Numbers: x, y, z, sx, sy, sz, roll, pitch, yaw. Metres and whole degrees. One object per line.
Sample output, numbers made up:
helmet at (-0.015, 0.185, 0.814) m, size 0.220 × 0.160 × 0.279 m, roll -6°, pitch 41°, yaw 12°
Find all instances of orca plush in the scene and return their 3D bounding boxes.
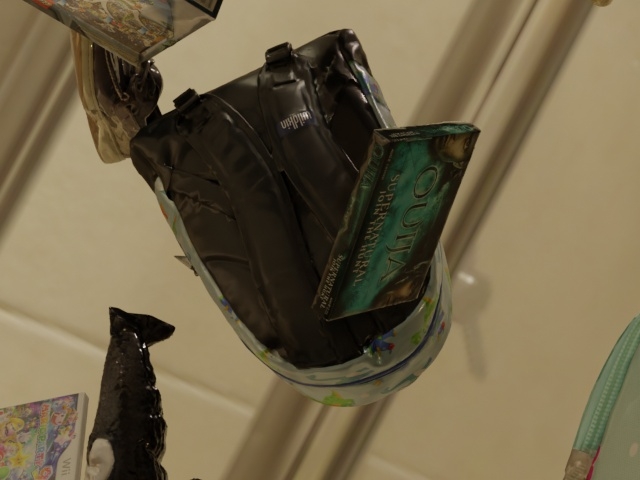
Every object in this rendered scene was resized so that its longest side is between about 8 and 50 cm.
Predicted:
orca plush at (-0.142, 0.204, 1.302) m, size 0.102 × 0.287 × 0.151 m, roll 4°, pitch -27°, yaw 5°

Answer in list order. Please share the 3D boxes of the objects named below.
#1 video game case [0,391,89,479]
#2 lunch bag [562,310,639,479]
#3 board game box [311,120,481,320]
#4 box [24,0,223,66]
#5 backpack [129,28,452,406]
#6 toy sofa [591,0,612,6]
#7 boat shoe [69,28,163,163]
video game case at (-0.244, 0.168, 1.206) m, size 0.122 × 0.087 × 0.011 m, roll -12°, pitch -43°, yaw 12°
lunch bag at (0.207, 0.152, 0.593) m, size 0.279 × 0.224 × 0.108 m, roll 21°, pitch -4°, yaw -22°
board game box at (0.069, -0.019, 1.380) m, size 0.126 × 0.186 × 0.026 m, roll -11°, pitch 39°, yaw -44°
box at (-0.220, -0.250, 1.371) m, size 0.233 × 0.044 × 0.159 m, roll 30°, pitch -24°, yaw -25°
backpack at (0.000, 0.000, 1.618) m, size 0.355 × 0.290 × 0.273 m, roll 58°, pitch -4°, yaw 41°
toy sofa at (0.162, -0.375, 1.559) m, size 0.363 × 0.177 × 0.150 m, roll 24°, pitch -38°, yaw 1°
boat shoe at (-0.223, -0.176, 1.713) m, size 0.092 × 0.102 × 0.285 m, roll -8°, pitch -26°, yaw -3°
